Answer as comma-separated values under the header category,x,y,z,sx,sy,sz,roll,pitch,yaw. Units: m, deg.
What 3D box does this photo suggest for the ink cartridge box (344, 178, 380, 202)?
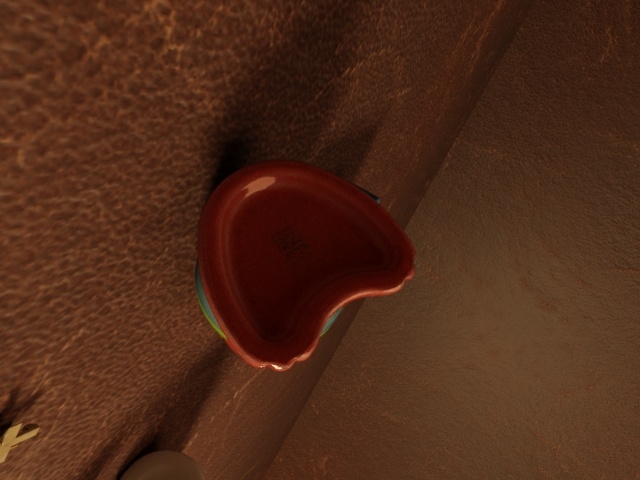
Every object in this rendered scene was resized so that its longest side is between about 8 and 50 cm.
category,x,y,z,sx,sy,sz,roll,pitch,yaw
ink cartridge box,0.000,0.000,0.719,0.191,0.082,0.139,-33,152,-57

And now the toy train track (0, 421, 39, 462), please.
category,x,y,z,sx,sy,sz,roll,pitch,yaw
toy train track,-0.247,0.151,0.344,0.048,0.014,0.083,-55,162,21

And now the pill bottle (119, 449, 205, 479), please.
category,x,y,z,sx,sy,sz,roll,pitch,yaw
pill bottle,-0.237,0.409,0.705,0.121,0.121,0.216,-44,161,-45

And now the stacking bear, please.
category,x,y,z,sx,sy,sz,roll,pitch,yaw
stacking bear,-0.052,0.056,0.515,0.176,0.164,0.289,-32,167,-24
